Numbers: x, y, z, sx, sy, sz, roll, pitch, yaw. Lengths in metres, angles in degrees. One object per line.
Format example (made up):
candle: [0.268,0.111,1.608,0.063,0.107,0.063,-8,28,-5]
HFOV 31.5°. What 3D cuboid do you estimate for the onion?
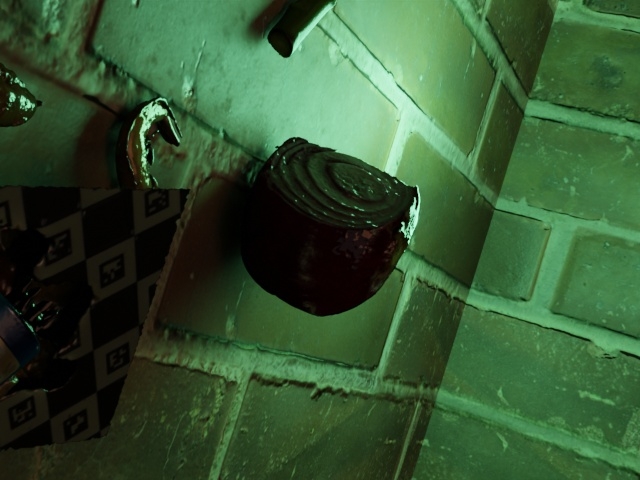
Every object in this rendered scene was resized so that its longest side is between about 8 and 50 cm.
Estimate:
onion: [-0.001,0.005,1.528,0.206,0.216,0.207,-45,152,-45]

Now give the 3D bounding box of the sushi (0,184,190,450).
sushi: [-0.280,0.066,1.066,0.292,0.059,0.294,1,116,-53]

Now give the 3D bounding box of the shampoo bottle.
shampoo bottle: [-0.304,0.104,0.966,0.183,0.050,0.087,-43,140,-20]

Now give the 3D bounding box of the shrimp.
shrimp: [-0.187,-0.076,1.257,0.124,0.034,0.178,-57,149,-50]

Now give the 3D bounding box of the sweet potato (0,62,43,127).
sweet potato: [-0.284,-0.125,0.952,0.206,0.060,0.068,13,85,-77]

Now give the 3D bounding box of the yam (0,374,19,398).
yam: [-0.330,0.165,1.004,0.145,0.032,0.032,-43,148,-18]

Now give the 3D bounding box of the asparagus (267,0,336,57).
asparagus: [-0.015,-0.305,1.498,0.178,0.045,0.041,-56,-175,-39]
